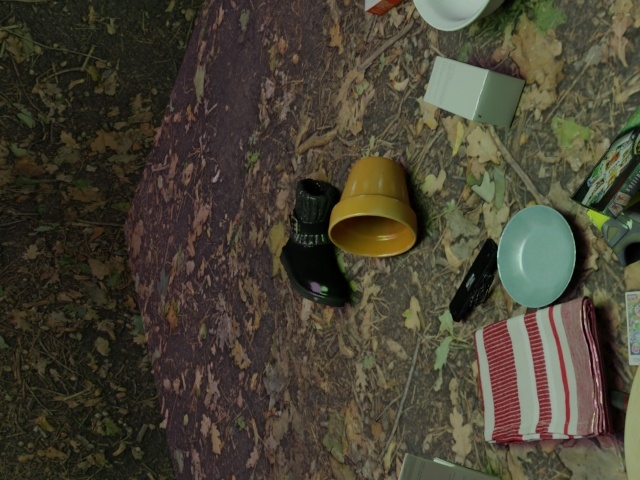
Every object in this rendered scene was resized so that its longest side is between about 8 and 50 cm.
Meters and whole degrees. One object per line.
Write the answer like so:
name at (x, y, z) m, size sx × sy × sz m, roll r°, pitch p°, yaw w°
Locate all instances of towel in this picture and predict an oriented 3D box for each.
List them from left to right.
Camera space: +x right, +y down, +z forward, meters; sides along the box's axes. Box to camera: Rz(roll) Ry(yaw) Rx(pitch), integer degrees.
towel at (0.395, 0.251, 1.402) m, size 0.329 × 0.037 × 0.237 m, roll 146°, pitch 124°, yaw -60°

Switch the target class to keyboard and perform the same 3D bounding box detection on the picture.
keyboard at (0.331, 0.096, 1.583) m, size 0.100 × 0.038 × 0.192 m, roll -90°, pitch 20°, yaw -59°

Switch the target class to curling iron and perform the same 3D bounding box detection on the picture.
curling iron at (0.513, 0.254, 1.240) m, size 0.274 × 0.035 × 0.068 m, roll -17°, pitch 50°, yaw 63°

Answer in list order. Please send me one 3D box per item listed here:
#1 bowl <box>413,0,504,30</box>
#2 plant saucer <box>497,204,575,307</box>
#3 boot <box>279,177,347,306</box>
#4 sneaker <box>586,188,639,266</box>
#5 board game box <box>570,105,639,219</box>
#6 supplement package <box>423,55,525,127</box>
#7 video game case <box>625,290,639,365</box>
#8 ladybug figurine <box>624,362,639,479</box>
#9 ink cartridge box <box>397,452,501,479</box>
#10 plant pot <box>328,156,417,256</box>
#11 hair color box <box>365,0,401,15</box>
bowl at (0.319, -0.586, 1.566) m, size 0.298 × 0.134 × 0.297 m, roll 24°, pitch 118°, yaw 56°
plant saucer at (0.416, 0.030, 1.429) m, size 0.195 × 0.038 × 0.194 m, roll -12°, pitch 76°, yaw 58°
boot at (-0.004, -0.001, 2.051) m, size 0.348 × 0.131 × 0.260 m, roll 48°, pitch 126°, yaw 52°
sneaker at (0.554, -0.059, 1.165) m, size 0.300 × 0.111 × 0.121 m, roll -45°, pitch 57°, yaw 55°
board game box at (0.503, -0.154, 1.182) m, size 0.259 × 0.030 × 0.136 m, roll -55°, pitch 7°, yaw 9°
supplement package at (0.318, -0.312, 1.580) m, size 0.179 × 0.105 × 0.105 m, roll 41°, pitch 119°, yaw 55°
video game case at (0.539, 0.142, 1.230) m, size 0.087 × 0.011 × 0.122 m, roll -13°, pitch 74°, yaw 58°
ladybug figurine at (0.565, 0.221, 0.958) m, size 0.305 × 0.162 × 0.449 m, roll 26°, pitch 92°, yaw 38°
ink cartridge box at (0.198, 0.563, 1.431) m, size 0.066 × 0.261 × 0.296 m, roll 2°, pitch 71°, yaw 59°
plant pot at (0.129, -0.089, 1.798) m, size 0.205 × 0.205 × 0.187 m, roll -37°, pitch 40°, yaw 52°
hair color box at (0.180, -0.649, 1.917) m, size 0.167 × 0.053 × 0.093 m, roll -14°, pitch 72°, yaw 59°
